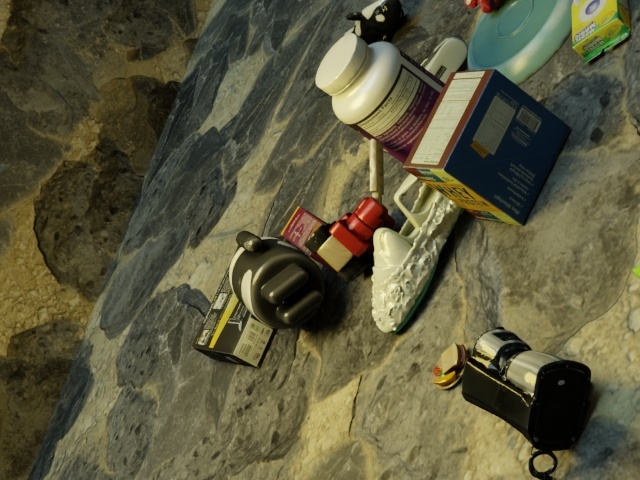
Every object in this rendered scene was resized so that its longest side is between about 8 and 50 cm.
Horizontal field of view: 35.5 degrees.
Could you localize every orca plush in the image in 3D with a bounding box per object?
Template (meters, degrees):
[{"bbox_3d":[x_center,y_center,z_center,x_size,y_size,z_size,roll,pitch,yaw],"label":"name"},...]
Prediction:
[{"bbox_3d":[0.126,-0.530,2.583,0.287,0.151,0.102,-16,80,51],"label":"orca plush"}]

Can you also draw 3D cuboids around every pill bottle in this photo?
[{"bbox_3d":[0.152,-0.273,2.000,0.181,0.323,0.181,-42,30,31],"label":"pill bottle"}]

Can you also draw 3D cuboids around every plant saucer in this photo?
[{"bbox_3d":[0.411,-0.450,2.057,0.317,0.044,0.317,-41,31,31],"label":"plant saucer"}]

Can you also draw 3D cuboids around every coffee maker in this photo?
[{"bbox_3d":[0.288,0.230,1.456,0.171,0.120,0.178,-61,25,-3],"label":"coffee maker"}]

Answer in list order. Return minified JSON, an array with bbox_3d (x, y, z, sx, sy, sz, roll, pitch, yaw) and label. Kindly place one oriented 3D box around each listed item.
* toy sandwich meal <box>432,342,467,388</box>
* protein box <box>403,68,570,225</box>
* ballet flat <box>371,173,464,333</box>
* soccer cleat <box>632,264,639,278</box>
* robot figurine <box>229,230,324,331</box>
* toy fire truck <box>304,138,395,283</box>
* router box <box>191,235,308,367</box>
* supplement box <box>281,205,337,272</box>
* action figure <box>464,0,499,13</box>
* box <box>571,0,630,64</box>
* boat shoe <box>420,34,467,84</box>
[{"bbox_3d":[0.217,0.213,1.700,0.085,0.029,0.085,-41,31,32],"label":"toy sandwich meal"},{"bbox_3d":[0.295,-0.165,1.772,0.201,0.200,0.136,-62,26,-7],"label":"protein box"},{"bbox_3d":[0.179,-0.027,1.906,0.408,0.147,0.147,-61,26,-3],"label":"ballet flat"},{"bbox_3d":[0.501,-0.020,1.419,0.178,0.060,0.072,-62,25,-1],"label":"soccer cleat"},{"bbox_3d":[-0.092,0.087,2.141,0.278,0.174,0.209,-150,63,-66],"label":"robot figurine"},{"bbox_3d":[0.089,-0.061,2.003,0.246,0.158,0.217,-48,-6,10],"label":"toy fire truck"},{"bbox_3d":[-0.170,0.143,2.396,0.243,0.081,0.308,-2,61,60],"label":"router box"},{"bbox_3d":[0.000,0.000,2.225,0.080,0.104,0.188,-58,26,2],"label":"supplement box"},{"bbox_3d":[0.371,-0.553,2.044,0.280,0.139,0.091,-19,45,56],"label":"action figure"},{"bbox_3d":[0.514,-0.413,1.836,0.105,0.043,0.179,-33,38,41],"label":"box"},{"bbox_3d":[0.248,-0.360,2.219,0.219,0.078,0.070,-49,12,21],"label":"boat shoe"}]
